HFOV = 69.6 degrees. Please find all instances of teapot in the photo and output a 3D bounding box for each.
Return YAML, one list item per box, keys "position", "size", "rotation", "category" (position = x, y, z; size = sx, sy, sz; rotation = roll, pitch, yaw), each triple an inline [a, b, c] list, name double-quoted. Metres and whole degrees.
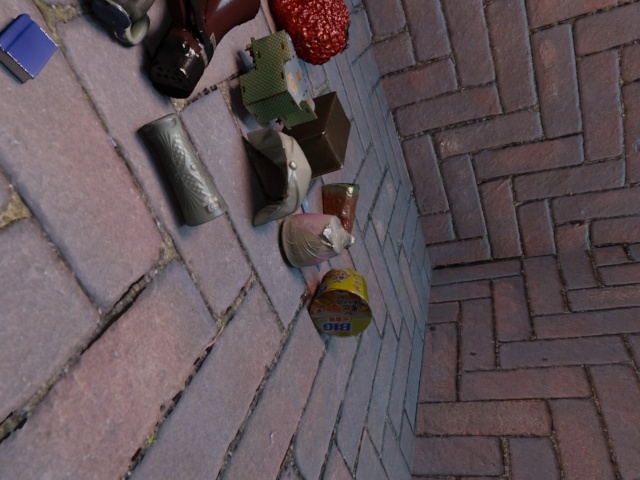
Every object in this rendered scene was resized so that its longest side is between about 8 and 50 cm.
- position: [-0.372, -0.439, 0.849]
  size: [0.111, 0.149, 0.108]
  rotation: [21, 73, -21]
  category: "teapot"
- position: [-0.002, 0.011, 1.411]
  size: [0.221, 0.178, 0.163]
  rotation: [57, 33, -46]
  category: "teapot"

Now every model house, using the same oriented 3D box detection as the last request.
- position: [-0.133, -0.416, 1.266]
  size: [0.206, 0.178, 0.270]
  rotation: [-77, 152, -55]
  category: "model house"

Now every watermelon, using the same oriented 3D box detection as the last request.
- position: [0.077, -0.092, 1.738]
  size: [0.193, 0.140, 0.256]
  rotation: [9, 83, -71]
  category: "watermelon"

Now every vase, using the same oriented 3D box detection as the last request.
- position: [-0.277, -0.144, 0.939]
  size: [0.219, 0.096, 0.096]
  rotation: [67, 26, -22]
  category: "vase"

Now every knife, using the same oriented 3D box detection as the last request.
- position: [-0.035, -0.042, 1.568]
  size: [0.044, 0.019, 0.312]
  rotation: [-36, 115, -57]
  category: "knife"

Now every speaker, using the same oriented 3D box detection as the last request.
- position: [-0.244, -0.481, 0.973]
  size: [0.198, 0.259, 0.329]
  rotation: [27, 54, -21]
  category: "speaker"

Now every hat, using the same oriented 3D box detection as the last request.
- position: [-0.085, -0.169, 1.304]
  size: [0.301, 0.168, 0.257]
  rotation: [6, 80, -71]
  category: "hat"

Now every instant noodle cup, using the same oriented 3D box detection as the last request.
- position: [0.075, 0.194, 1.516]
  size: [0.153, 0.205, 0.204]
  rotation: [-76, 148, -55]
  category: "instant noodle cup"

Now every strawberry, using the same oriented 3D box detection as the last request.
- position: [-0.030, -0.766, 1.598]
  size: [0.257, 0.261, 0.260]
  rotation: [51, 36, -61]
  category: "strawberry"

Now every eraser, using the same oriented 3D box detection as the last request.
- position: [-0.440, -0.286, 0.684]
  size: [0.063, 0.027, 0.084]
  rotation: [54, 35, -45]
  category: "eraser"

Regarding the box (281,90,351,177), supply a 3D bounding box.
- position: [-0.019, -0.343, 1.512]
  size: [0.143, 0.184, 0.273]
  rotation: [57, 31, -36]
  category: "box"
